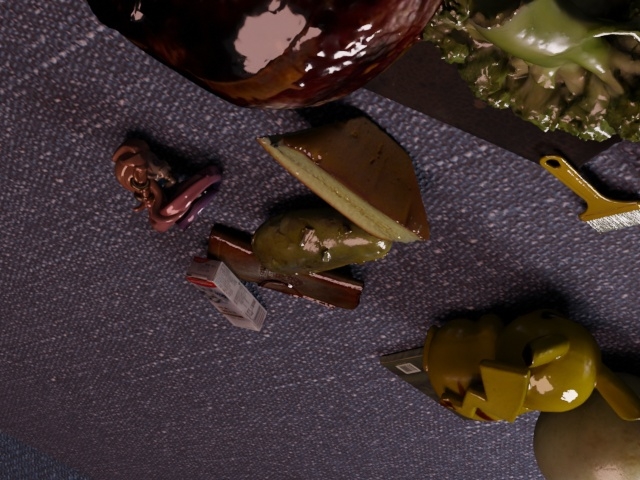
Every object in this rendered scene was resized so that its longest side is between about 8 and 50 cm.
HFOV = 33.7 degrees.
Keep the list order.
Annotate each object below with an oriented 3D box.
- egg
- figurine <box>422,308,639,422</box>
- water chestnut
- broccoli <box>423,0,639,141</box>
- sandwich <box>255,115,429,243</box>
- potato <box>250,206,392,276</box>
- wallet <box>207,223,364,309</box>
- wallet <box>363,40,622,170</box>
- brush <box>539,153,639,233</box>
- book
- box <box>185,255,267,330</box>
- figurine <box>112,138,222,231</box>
[{"bbox_3d":[0.449,0.320,1.683,0.218,0.218,0.295,23,163,-9],"label":"egg"},{"bbox_3d":[0.294,0.188,1.587,0.218,0.169,0.327,31,148,-31],"label":"figurine"},{"bbox_3d":[-0.020,-0.277,0.904,0.335,0.335,0.347,-7,180,35],"label":"water chestnut"},{"bbox_3d":[0.206,-0.215,0.973,0.302,0.186,0.254,31,179,-39],"label":"broccoli"},{"bbox_3d":[0.039,-0.089,1.345,0.094,0.096,0.258,-9,142,47],"label":"sandwich"},{"bbox_3d":[0.000,0.000,1.509,0.225,0.090,0.117,-8,156,31],"label":"potato"},{"bbox_3d":[-0.057,0.053,1.680,0.255,0.031,0.137,19,154,2],"label":"wallet"},{"bbox_3d":[0.192,-0.173,1.182,0.321,0.044,0.170,22,150,-14],"label":"wallet"},{"bbox_3d":[0.328,-0.058,1.290,0.083,0.011,0.205,-14,148,40],"label":"brush"},{"bbox_3d":[0.235,0.253,1.863,0.228,0.024,0.160,35,146,-27],"label":"book"},{"bbox_3d":[-0.152,0.090,1.747,0.055,0.039,0.218,10,158,24],"label":"box"},{"bbox_3d":[-0.224,-0.073,1.487,0.157,0.126,0.114,19,107,-6],"label":"figurine"}]
